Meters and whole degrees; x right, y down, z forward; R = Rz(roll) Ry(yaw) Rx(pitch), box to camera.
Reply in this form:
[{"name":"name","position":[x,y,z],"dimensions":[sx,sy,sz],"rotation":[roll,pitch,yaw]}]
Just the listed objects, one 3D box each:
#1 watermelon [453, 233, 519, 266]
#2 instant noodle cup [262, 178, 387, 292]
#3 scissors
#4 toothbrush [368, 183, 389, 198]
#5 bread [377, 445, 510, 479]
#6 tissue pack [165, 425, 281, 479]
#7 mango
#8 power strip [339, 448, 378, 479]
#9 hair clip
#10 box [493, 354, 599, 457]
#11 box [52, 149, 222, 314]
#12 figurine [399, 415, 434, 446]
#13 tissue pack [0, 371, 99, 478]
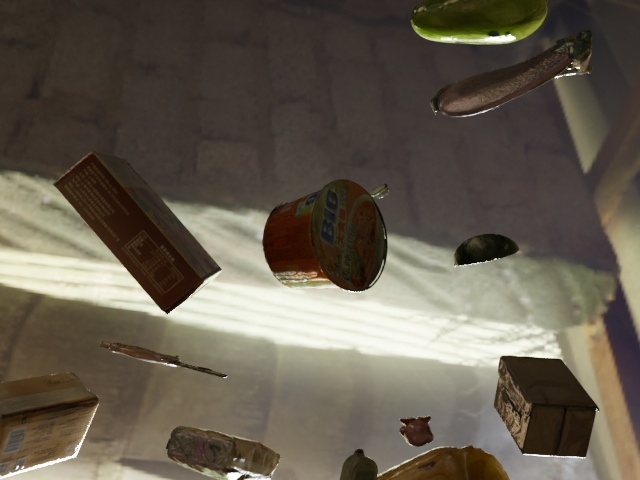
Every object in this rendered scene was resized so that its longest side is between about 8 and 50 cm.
[{"name":"watermelon","position":[0.428,0.041,2.381],"dimensions":[0.092,0.181,0.075],"rotation":[56,30,-44]},{"name":"instant noodle cup","position":[0.000,0.000,2.309],"dimensions":[0.214,0.296,0.296],"rotation":[-10,-111,42]},{"name":"scissors","position":[-0.307,0.242,1.826],"dimensions":[0.318,0.160,0.024],"rotation":[8,-100,36]},{"name":"toothbrush","position":[0.071,-0.084,2.453],"dimensions":[0.294,0.028,0.026],"rotation":[-27,-148,34]},{"name":"bread","position":[0.321,0.714,2.291],"dimensions":[0.394,0.250,0.361],"rotation":[-32,-111,21]},{"name":"tissue pack","position":[-0.262,0.589,2.461],"dimensions":[0.257,0.215,0.123],"rotation":[41,60,-56]},{"name":"mango","position":[0.343,-0.492,1.959],"dimensions":[0.175,0.293,0.143],"rotation":[-19,104,-71]},{"name":"power strip","position":[0.066,0.581,1.889],"dimensions":[0.048,0.080,0.285],"rotation":[4,-97,57]},{"name":"hair clip","position":[0.399,-0.332,1.887],"dimensions":[0.095,0.359,0.110],"rotation":[23,52,-69]},{"name":"box","position":[0.558,0.416,2.267],"dimensions":[0.252,0.188,0.153],"rotation":[-117,-147,-68]},{"name":"box","position":[-0.419,-0.023,2.149],"dimensions":[0.122,0.385,0.344],"rotation":[-40,-178,2]},{"name":"figurine","position":[0.233,0.466,2.200],"dimensions":[0.067,0.083,0.071],"rotation":[29,57,-79]},{"name":"tissue pack","position":[-0.767,0.447,2.292],"dimensions":[0.239,0.305,0.238],"rotation":[1,-89,34]}]
